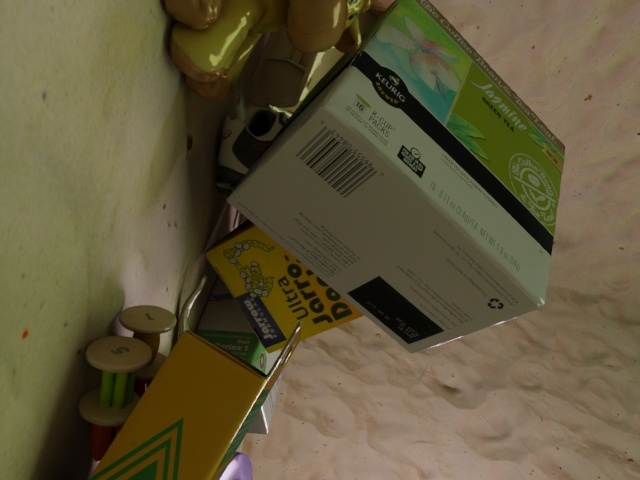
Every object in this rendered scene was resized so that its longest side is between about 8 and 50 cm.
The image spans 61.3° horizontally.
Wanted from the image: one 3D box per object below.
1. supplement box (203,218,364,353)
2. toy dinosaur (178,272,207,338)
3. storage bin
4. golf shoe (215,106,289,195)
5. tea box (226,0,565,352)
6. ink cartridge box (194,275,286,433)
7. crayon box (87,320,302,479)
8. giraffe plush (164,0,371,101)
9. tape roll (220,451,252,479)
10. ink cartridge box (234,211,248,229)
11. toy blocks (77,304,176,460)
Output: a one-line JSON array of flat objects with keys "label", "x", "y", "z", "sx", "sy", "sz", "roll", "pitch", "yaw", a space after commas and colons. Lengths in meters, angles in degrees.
[{"label": "supplement box", "x": 0.000, "y": 0.000, "z": 0.942, "sx": 0.194, "sy": 0.195, "sz": 0.356, "roll": 59, "pitch": 27, "yaw": -9}, {"label": "toy dinosaur", "x": -0.187, "y": 0.187, "z": 0.756, "sx": 0.118, "sy": 0.064, "sz": 0.268, "roll": -90, "pitch": -171, "yaw": -60}, {"label": "storage bin", "x": 0.038, "y": -0.314, "z": 0.960, "sx": 0.262, "sy": 0.123, "sz": 0.261, "roll": 12, "pitch": 103, "yaw": -54}, {"label": "golf shoe", "x": -0.054, "y": -0.152, "z": 0.847, "sx": 0.273, "sy": 0.105, "sz": 0.120, "roll": -35, "pitch": 132, "yaw": -52}, {"label": "tea box", "x": 0.120, "y": -0.092, "z": 0.717, "sx": 0.220, "sy": 0.329, "sz": 0.324, "roll": -35, "pitch": -160, "yaw": 46}, {"label": "ink cartridge box", "x": -0.133, "y": 0.174, "z": 0.993, "sx": 0.278, "sy": 0.117, "sz": 0.201, "roll": -77, "pitch": 166, "yaw": -49}, {"label": "crayon box", "x": -0.132, "y": 0.204, "z": 0.492, "sx": 0.323, "sy": 0.083, "sz": 0.203, "roll": -58, "pitch": 174, "yaw": -14}, {"label": "giraffe plush", "x": -0.036, "y": -0.238, "z": 0.525, "sx": 0.181, "sy": 0.170, "sz": 0.210, "roll": 99, "pitch": 3, "yaw": -81}, {"label": "tape roll", "x": -0.205, "y": 0.495, "z": 0.915, "sx": 0.275, "sy": 0.090, "sz": 0.275, "roll": 9, "pitch": 90, "yaw": -77}, {"label": "ink cartridge box", "x": -0.132, "y": -0.045, "z": 1.133, "sx": 0.180, "sy": 0.060, "sz": 0.104, "roll": 101, "pitch": 1, "yaw": -78}, {"label": "toy blocks", "x": -0.180, "y": 0.150, "z": 0.501, "sx": 0.123, "sy": 0.054, "sz": 0.148, "roll": -80, "pitch": -178, "yaw": -73}]
